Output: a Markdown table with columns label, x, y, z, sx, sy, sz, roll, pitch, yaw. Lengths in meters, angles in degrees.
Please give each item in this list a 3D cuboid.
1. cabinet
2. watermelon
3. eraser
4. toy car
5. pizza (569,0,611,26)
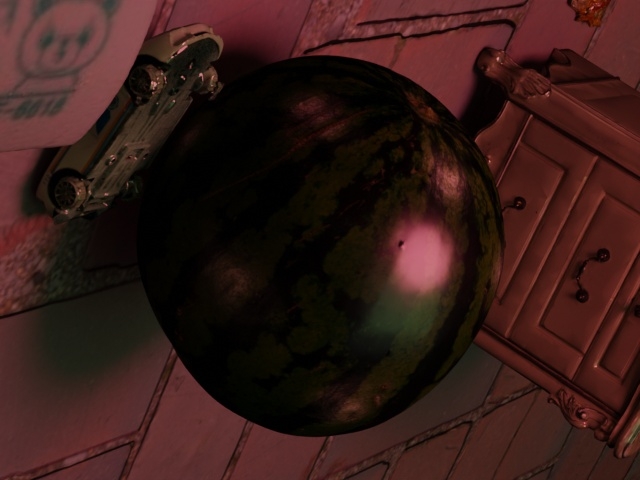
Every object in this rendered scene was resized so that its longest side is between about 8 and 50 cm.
| label | x | y | z | sx | sy | sz | roll | pitch | yaw |
| --- | --- | --- | --- | --- | --- | --- | --- | --- | --- |
| cabinet | 0.274 | -0.002 | 1.990 | 0.227 | 0.318 | 0.290 | -15 | 135 | -58 |
| watermelon | 0.000 | 0.000 | 1.532 | 0.285 | 0.285 | 0.285 | -42 | 153 | -28 |
| eraser | -0.222 | -0.135 | 1.161 | 0.290 | 0.104 | 0.189 | -13 | 128 | -58 |
| toy car | -0.138 | -0.088 | 1.428 | 0.186 | 0.058 | 0.093 | -53 | 159 | 24 |
| pizza | 0.284 | -0.247 | 2.049 | 0.078 | 0.025 | 0.083 | -32 | 148 | -46 |
